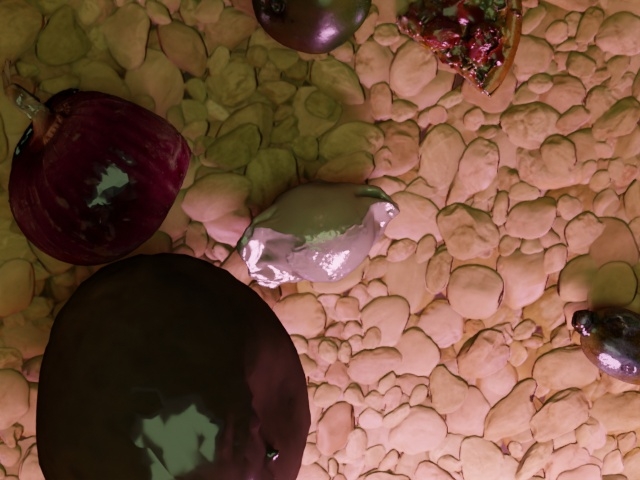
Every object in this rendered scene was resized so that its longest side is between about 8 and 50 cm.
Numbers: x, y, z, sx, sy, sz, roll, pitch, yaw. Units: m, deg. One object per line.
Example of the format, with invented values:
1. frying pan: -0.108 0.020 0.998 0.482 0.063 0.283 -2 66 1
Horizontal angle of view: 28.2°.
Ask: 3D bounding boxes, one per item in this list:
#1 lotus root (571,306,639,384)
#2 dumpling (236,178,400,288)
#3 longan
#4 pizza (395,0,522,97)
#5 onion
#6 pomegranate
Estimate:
1. lotus root: 0.493 0.168 2.108 0.192 0.088 0.113 28 85 -19
2. dumpling: 0.000 0.000 1.918 0.258 0.147 0.193 -19 143 -11
3. longan: -0.205 0.248 1.795 0.403 0.404 0.436 -6 133 -11
4. pizza: 0.211 -0.307 1.893 0.193 0.053 0.201 -6 111 -11
5. onion: -0.312 -0.083 1.766 0.272 0.230 0.256 7 108 -23
6. pomegranate: 0.005 -0.358 1.782 0.209 0.180 0.180 -27 117 -36
